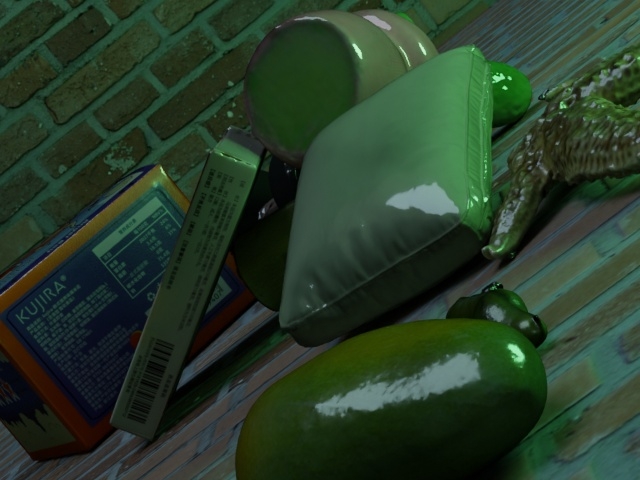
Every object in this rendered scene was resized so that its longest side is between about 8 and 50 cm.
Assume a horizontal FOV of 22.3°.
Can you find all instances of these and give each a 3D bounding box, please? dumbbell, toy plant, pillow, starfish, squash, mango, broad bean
[{"bbox_3d":[-0.044,-0.053,2.300,0.218,0.152,0.152,-30,12,47],"label":"dumbbell"},{"bbox_3d":[0.051,-0.174,2.017,0.317,0.211,0.356,-16,-2,33],"label":"toy plant"},{"bbox_3d":[0.074,-0.052,1.670,0.255,0.120,0.322,-31,31,27],"label":"pillow"},{"bbox_3d":[0.286,-0.137,1.551,0.324,0.082,0.432,-38,5,34],"label":"starfish"},{"bbox_3d":[0.000,0.000,1.964,0.186,0.123,0.123,-30,11,25],"label":"squash"},{"bbox_3d":[0.044,0.115,1.065,0.251,0.114,0.156,-34,2,37],"label":"mango"},{"bbox_3d":[0.127,0.062,1.245,0.061,0.046,0.195,-41,6,2],"label":"broad bean"}]

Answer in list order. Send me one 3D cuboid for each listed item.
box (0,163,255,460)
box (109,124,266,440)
[{"bbox_3d":[-0.329,0.105,2.334,0.348,0.257,0.318,-42,10,-23],"label":"box"},{"bbox_3d":[-0.154,0.045,1.967,0.214,0.069,0.353,-79,12,-78],"label":"box"}]
